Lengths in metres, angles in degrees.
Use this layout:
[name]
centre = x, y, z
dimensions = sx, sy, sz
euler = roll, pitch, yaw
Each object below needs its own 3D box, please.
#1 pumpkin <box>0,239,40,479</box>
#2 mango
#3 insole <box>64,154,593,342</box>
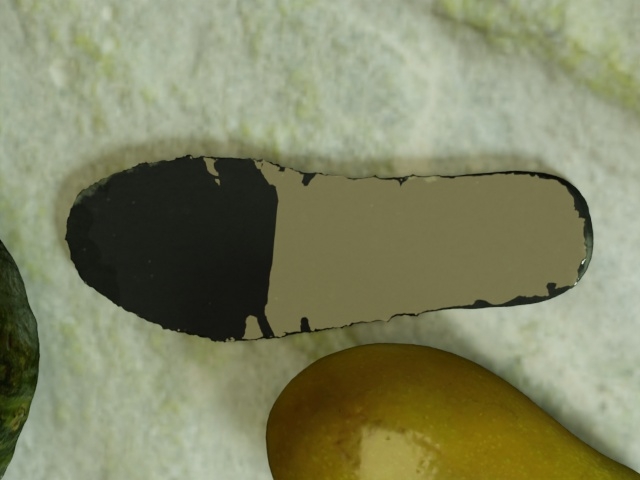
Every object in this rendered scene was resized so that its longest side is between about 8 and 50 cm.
[pumpkin]
centre = -0.276, 0.064, 1.017
dimensions = 0.238, 0.159, 0.238
euler = 2, 96, 15
[mango]
centre = 0.077, 0.136, 0.964
dimensions = 0.227, 0.099, 0.136
euler = 21, 89, 5
[insole]
centre = 0.000, 0.000, 1.021
dimensions = 0.309, 0.012, 0.110
euler = -4, 89, 14
